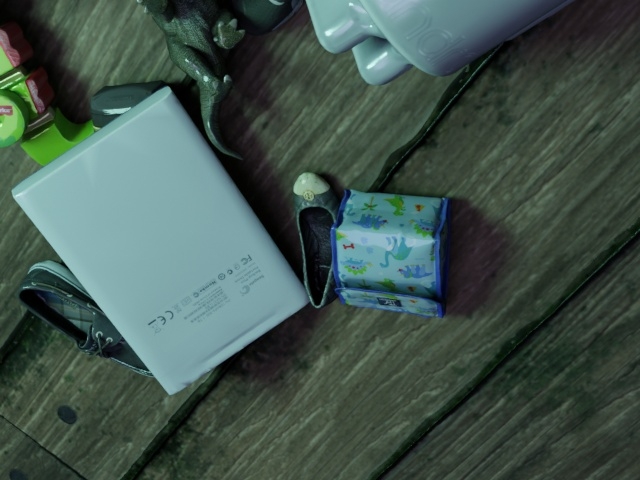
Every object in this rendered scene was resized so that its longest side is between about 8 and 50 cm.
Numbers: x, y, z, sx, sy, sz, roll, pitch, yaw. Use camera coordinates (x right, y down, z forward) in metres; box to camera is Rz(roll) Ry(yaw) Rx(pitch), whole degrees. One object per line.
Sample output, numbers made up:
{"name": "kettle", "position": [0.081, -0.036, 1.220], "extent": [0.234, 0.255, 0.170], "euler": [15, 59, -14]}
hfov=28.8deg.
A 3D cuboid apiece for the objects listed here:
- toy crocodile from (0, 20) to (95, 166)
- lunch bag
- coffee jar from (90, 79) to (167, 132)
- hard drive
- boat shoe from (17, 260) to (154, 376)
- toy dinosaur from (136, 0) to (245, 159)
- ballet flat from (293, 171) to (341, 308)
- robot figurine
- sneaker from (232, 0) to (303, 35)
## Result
{"name": "toy crocodile", "position": [-0.387, -0.224, 1.452], "extent": [0.105, 0.115, 0.340], "euler": [-27, 111, 13]}
{"name": "lunch bag", "position": [0.083, 0.026, 1.444], "extent": [0.129, 0.096, 0.151], "euler": [8, 134, 13]}
{"name": "coffee jar", "position": [-0.207, -0.098, 1.480], "extent": [0.096, 0.079, 0.184], "euler": [-3, 117, 17]}
{"name": "hard drive", "position": [-0.177, 0.007, 1.456], "extent": [0.210, 0.040, 0.318], "euler": [-34, 118, -2]}
{"name": "boat shoe", "position": [-0.296, 0.114, 1.629], "extent": [0.228, 0.076, 0.080], "euler": [39, 123, -4]}
{"name": "toy dinosaur", "position": [-0.140, -0.240, 1.362], "extent": [0.121, 0.160, 0.313], "euler": [-36, 117, 0]}
{"name": "ballet flat", "position": [0.000, 0.000, 1.479], "extent": [0.058, 0.049, 0.173], "euler": [-1, 117, 18]}
{"name": "robot figurine", "position": [0.151, -0.291, 1.169], "extent": [0.353, 0.199, 0.300], "euler": [-32, 147, 24]}
{"name": "sneaker", "position": [-0.046, -0.295, 1.285], "extent": [0.086, 0.132, 0.228], "euler": [33, 123, 0]}
